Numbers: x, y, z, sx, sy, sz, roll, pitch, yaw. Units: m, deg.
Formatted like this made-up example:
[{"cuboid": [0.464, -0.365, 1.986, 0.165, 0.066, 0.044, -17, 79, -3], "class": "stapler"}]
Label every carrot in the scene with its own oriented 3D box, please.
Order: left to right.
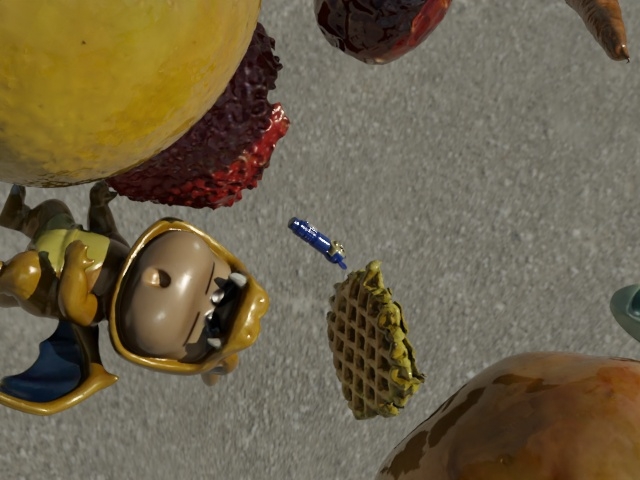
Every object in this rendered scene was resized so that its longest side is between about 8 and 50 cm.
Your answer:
[{"cuboid": [0.307, -0.250, 1.044, 0.057, 0.057, 0.224, 8, 35, -2], "class": "carrot"}]

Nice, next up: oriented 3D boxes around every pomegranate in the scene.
[{"cuboid": [0.250, 0.297, 0.867, 0.412, 0.411, 0.411, 3, 60, -5], "class": "pomegranate"}]

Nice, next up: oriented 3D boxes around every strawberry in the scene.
[{"cuboid": [-0.174, -0.168, 1.236, 0.258, 0.261, 0.261, -2, 60, -18], "class": "strawberry"}]

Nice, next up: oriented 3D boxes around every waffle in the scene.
[{"cuboid": [0.076, 0.166, 1.509, 0.052, 0.254, 0.245, -8, 70, -25], "class": "waffle"}]

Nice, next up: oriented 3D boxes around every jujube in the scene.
[{"cuboid": [0.094, -0.341, 1.175, 0.174, 0.174, 0.250, 30, 94, 10], "class": "jujube"}]

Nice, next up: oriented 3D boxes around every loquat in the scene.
[{"cuboid": [-0.174, -0.163, 0.591, 0.275, 0.275, 0.274, 3, 60, -5], "class": "loquat"}]

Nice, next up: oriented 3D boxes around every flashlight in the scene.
[{"cuboid": [0.000, 0.000, 1.543, 0.121, 0.035, 0.057, 37, 23, -20], "class": "flashlight"}]

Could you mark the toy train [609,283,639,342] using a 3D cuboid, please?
[{"cuboid": [0.575, 0.172, 1.242, 0.407, 0.088, 0.086, 33, 62, 9], "class": "toy train"}]

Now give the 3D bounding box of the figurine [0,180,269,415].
[{"cuboid": [-0.284, 0.065, 1.357, 0.387, 0.268, 0.401, 20, 17, -12], "class": "figurine"}]
